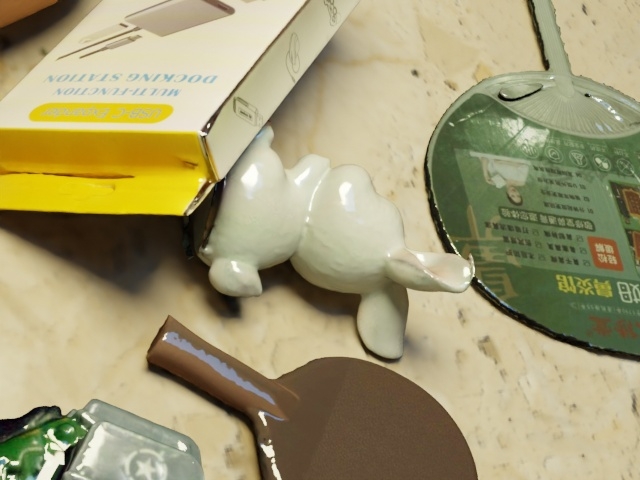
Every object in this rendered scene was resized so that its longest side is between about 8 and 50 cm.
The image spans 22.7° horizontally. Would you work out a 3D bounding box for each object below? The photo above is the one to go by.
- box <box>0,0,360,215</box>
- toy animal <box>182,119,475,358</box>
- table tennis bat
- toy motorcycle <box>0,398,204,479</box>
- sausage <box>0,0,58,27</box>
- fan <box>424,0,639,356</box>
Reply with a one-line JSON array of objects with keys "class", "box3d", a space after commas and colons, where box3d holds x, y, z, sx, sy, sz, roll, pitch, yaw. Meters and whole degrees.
[{"class": "box", "box3d": [-0.062, -0.096, 0.774, 0.129, 0.033, 0.247, 3, 38, 27]}, {"class": "toy animal", "box3d": [0.000, -0.005, 0.759, 0.124, 0.071, 0.085, 14, 49, -19]}, {"class": "table tennis bat", "box3d": [0.019, 0.058, 0.686, 0.170, 0.119, 0.107, 30, 45, -6]}, {"class": "toy motorcycle", "box3d": [-0.164, 0.070, 0.581, 0.275, 0.125, 0.187, 25, 56, -12]}, {"class": "sausage", "box3d": [-0.211, -0.134, 0.711, 0.121, 0.121, 0.304, 47, 48, 12]}, {"class": "fan", "box3d": [0.176, -0.042, 0.926, 0.223, 0.012, 0.294, 29, 47, -5]}]
